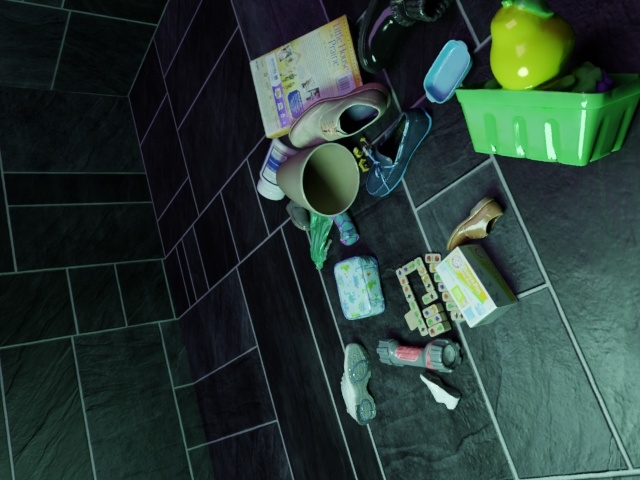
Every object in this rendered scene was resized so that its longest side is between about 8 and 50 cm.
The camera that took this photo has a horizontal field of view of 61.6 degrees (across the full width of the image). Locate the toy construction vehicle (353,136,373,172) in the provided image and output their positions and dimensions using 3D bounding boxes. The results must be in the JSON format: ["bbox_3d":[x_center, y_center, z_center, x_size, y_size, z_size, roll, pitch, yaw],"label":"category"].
[{"bbox_3d":[0.156,-0.303,1.893,0.098,0.035,0.086,64,149,30],"label":"toy construction vehicle"}]

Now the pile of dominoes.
[{"bbox_3d":[0.337,0.169,1.683,0.196,0.040,0.251,-40,63,43],"label":"pile of dominoes"}]

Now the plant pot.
[{"bbox_3d":[-0.041,-0.227,1.976,0.274,0.256,0.257,12,104,53],"label":"plant pot"}]

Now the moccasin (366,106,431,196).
[{"bbox_3d":[0.220,-0.290,1.732,0.138,0.116,0.342,54,133,35],"label":"moccasin"}]

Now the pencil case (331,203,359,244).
[{"bbox_3d":[0.085,-0.060,1.979,0.064,0.070,0.152,100,150,-60],"label":"pencil case"}]

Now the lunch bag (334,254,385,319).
[{"bbox_3d":[0.136,0.167,1.920,0.176,0.090,0.219,-26,74,50],"label":"lunch bag"}]

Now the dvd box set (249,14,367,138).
[{"bbox_3d":[-0.045,-0.582,1.945,0.420,0.062,0.308,-17,84,27],"label":"dvd box set"}]

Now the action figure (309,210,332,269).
[{"bbox_3d":[0.000,0.000,2.105,0.137,0.063,0.232,13,101,50],"label":"action figure"}]

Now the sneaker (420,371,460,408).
[{"bbox_3d":[0.366,0.469,1.679,0.152,0.053,0.061,36,124,45],"label":"sneaker"}]

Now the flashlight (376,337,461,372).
[{"bbox_3d":[0.303,0.355,1.714,0.304,0.103,0.103,-7,62,54],"label":"flashlight"}]

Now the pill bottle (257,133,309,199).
[{"bbox_3d":[-0.162,-0.304,2.212,0.153,0.153,0.265,57,135,32],"label":"pill bottle"}]

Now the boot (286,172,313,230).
[{"bbox_3d":[-0.059,-0.170,2.171,0.190,0.076,0.208,53,126,33],"label":"boot"}]

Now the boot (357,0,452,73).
[{"bbox_3d":[0.255,-0.668,1.629,0.260,0.131,0.348,36,121,45],"label":"boot"}]

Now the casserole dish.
[{"bbox_3d":[0.376,-0.490,1.567,0.114,0.037,0.188,59,135,31],"label":"casserole dish"}]

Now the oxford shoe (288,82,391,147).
[{"bbox_3d":[0.043,-0.404,1.812,0.397,0.146,0.140,-22,118,31],"label":"oxford shoe"}]

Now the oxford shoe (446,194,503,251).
[{"bbox_3d":[0.433,-0.027,1.519,0.076,0.076,0.212,52,134,21],"label":"oxford shoe"}]

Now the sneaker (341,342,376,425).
[{"bbox_3d":[0.118,0.523,1.977,0.129,0.111,0.297,-4,90,59],"label":"sneaker"}]

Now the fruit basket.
[{"bbox_3d":[0.498,-0.373,1.208,0.392,0.283,0.392,34,135,43],"label":"fruit basket"}]

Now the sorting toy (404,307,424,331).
[{"bbox_3d":[0.313,0.268,1.760,0.062,0.012,0.083,-48,55,42],"label":"sorting toy"}]

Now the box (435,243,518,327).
[{"bbox_3d":[0.434,0.122,1.505,0.114,0.103,0.203,-54,53,42],"label":"box"}]
